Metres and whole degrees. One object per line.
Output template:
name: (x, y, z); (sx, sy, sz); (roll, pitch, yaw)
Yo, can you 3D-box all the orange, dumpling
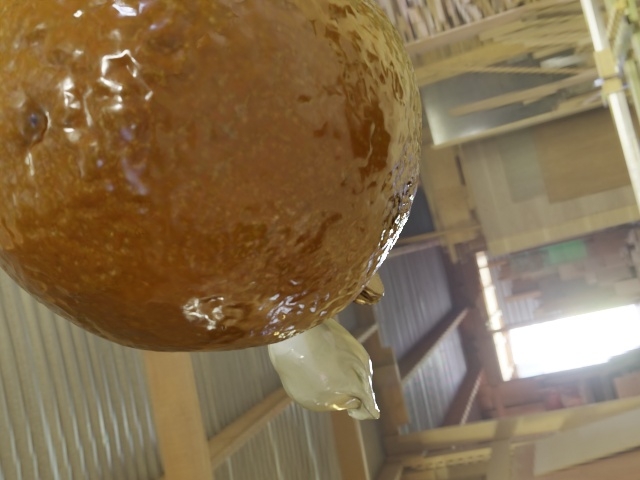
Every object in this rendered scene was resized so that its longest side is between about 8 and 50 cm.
orange: (-0.084, -0.074, 0.580); (0.357, 0.322, 0.322); (6, -110, -66)
dumpling: (-0.005, 0.187, 1.178); (0.250, 0.132, 0.162); (38, 166, 17)

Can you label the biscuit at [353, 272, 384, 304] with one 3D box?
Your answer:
biscuit: (0.001, -0.002, 1.033); (0.262, 0.052, 0.277); (26, -166, -32)
